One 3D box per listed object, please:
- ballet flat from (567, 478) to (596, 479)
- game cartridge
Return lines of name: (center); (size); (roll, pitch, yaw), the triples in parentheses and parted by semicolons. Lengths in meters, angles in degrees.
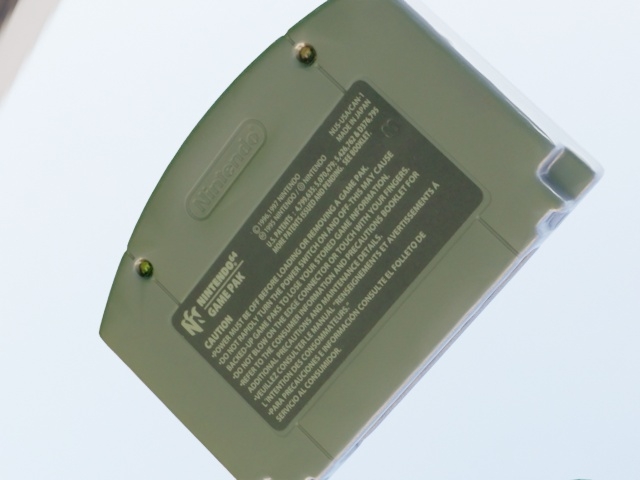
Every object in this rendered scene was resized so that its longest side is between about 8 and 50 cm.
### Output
ballet flat: (0.113, 0.109, 0.218); (0.247, 0.087, 0.083); (21, -83, 25)
game cartridge: (0.000, 0.000, 0.855); (0.196, 0.060, 0.294); (43, -64, 7)
